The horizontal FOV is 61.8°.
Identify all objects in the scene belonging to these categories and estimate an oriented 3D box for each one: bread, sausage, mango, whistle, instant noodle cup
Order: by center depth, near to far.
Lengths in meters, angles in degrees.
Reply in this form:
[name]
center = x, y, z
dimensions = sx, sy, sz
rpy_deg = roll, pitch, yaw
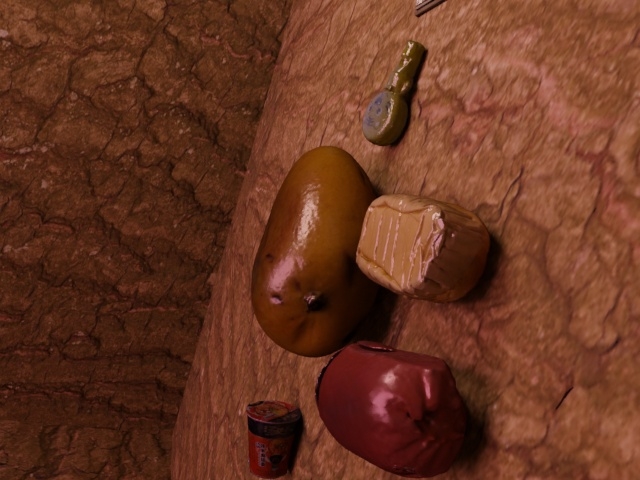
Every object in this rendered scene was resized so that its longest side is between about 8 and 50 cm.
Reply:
[sausage]
center = 0.084, 0.211, 0.701
dimensions = 0.279, 0.152, 0.152
rpy_deg = 164, 117, -70
[bread]
center = 0.137, 0.010, 0.738
dimensions = 0.236, 0.106, 0.140
rpy_deg = -153, 77, -71
[mango]
center = 0.000, 0.000, 1.002
dimensions = 0.301, 0.220, 0.445
rpy_deg = 113, 169, -45
[whistle]
center = 0.143, -0.272, 1.003
dimensions = 0.198, 0.057, 0.104
rpy_deg = -65, 32, 14
[instant noodle cup]
center = -0.109, 0.440, 1.180
dimensions = 0.127, 0.127, 0.136
rpy_deg = -164, 79, -72

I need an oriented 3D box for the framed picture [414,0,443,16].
[framed picture]
center = 0.250, -0.529, 0.900
dimensions = 0.293, 0.018, 0.231
rpy_deg = -160, 83, -71
